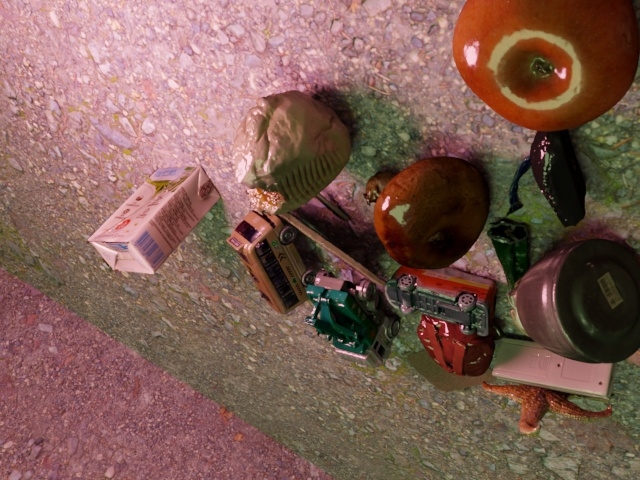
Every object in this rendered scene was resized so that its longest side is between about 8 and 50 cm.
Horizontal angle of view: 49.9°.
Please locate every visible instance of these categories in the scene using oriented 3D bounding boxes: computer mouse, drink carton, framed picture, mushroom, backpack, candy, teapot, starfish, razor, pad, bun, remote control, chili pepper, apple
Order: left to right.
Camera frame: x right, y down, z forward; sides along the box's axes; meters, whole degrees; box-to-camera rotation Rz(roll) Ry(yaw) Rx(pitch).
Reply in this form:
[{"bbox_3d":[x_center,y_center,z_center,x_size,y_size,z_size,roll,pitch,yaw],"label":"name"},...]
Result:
[{"bbox_3d":[-0.456,-0.059,1.906,0.194,0.325,0.132,3,136,39],"label":"drink carton"},{"bbox_3d":[-0.075,-0.205,1.481,0.205,0.281,0.281,58,149,14],"label":"bun"},{"bbox_3d":[-0.045,-0.149,1.679,0.323,0.097,0.097,40,147,-23],"label":"candy"},{"bbox_3d":[0.000,0.000,1.716,0.335,0.022,0.247,35,179,-11],"label":"framed picture"},{"bbox_3d":[0.222,-0.078,1.429,0.267,0.267,0.255,-46,63,56],"label":"mushroom"},{"bbox_3d":[0.377,0.370,1.996,0.176,0.002,0.266,42,146,-10],"label":"pad"},{"bbox_3d":[0.350,0.262,1.763,0.229,0.139,0.229,24,144,19],"label":"backpack"},{"bbox_3d":[0.423,0.050,1.525,0.088,0.059,0.227,18,147,32],"label":"chili pepper"},{"bbox_3d":[0.393,-0.115,1.364,0.028,0.044,0.155,47,153,33],"label":"razor"},{"bbox_3d":[0.551,0.384,1.706,0.302,0.299,0.060,20,119,54],"label":"starfish"},{"bbox_3d":[0.339,-0.291,1.039,0.272,0.206,0.251,44,142,-10],"label":"apple"},{"bbox_3d":[0.563,0.307,1.663,0.277,0.103,0.055,4,155,38],"label":"remote control"},{"bbox_3d":[0.425,-0.125,1.243,0.073,0.122,0.217,-11,124,33],"label":"computer mouse"},{"bbox_3d":[0.543,0.121,1.414,0.239,0.321,0.240,160,101,-69],"label":"teapot"}]

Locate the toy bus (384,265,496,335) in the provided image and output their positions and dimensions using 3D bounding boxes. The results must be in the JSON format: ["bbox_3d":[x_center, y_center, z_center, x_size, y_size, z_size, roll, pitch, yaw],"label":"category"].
[{"bbox_3d":[0.295,0.129,1.666,0.265,0.120,0.121,15,141,27],"label":"toy bus"}]

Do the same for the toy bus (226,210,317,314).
[{"bbox_3d":[-0.130,0.056,1.880,0.139,0.157,0.290,35,156,48],"label":"toy bus"}]

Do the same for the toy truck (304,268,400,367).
[{"bbox_3d":[0.078,0.214,1.864,0.176,0.178,0.363,11,157,34],"label":"toy truck"}]
